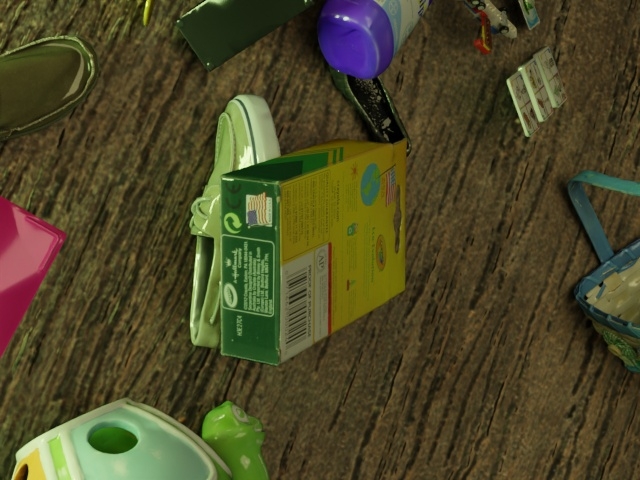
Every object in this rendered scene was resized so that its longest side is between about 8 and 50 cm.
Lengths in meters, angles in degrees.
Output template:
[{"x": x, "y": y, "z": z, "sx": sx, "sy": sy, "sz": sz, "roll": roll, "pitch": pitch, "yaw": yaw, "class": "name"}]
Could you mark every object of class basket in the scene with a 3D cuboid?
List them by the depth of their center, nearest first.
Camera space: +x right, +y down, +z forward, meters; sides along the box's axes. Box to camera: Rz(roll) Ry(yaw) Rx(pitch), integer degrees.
[{"x": 0.445, "y": 0.047, "z": 1.750, "sx": 0.201, "sy": 0.255, "sz": 0.289, "roll": -31, "pitch": 111, "yaw": -19, "class": "basket"}]

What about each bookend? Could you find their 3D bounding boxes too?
[{"x": -0.069, "y": -0.287, "z": 1.623, "sx": 0.157, "sy": 0.156, "sz": 0.072, "roll": -29, "pitch": 103, "yaw": 23, "class": "bookend"}]

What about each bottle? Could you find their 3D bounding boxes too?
[{"x": 0.098, "y": -0.326, "z": 1.678, "sx": 0.092, "sy": 0.118, "sz": 0.283, "roll": 21, "pitch": 58, "yaw": 21, "class": "bottle"}]

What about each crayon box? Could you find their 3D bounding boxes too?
[{"x": 0.000, "y": 0.000, "z": 1.566, "sx": 0.318, "sy": 0.081, "sz": 0.202, "roll": -22, "pitch": 117, "yaw": -58, "class": "crayon box"}]

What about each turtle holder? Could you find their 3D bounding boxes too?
[{"x": -0.185, "y": 0.282, "z": 1.474, "sx": 0.320, "sy": 0.243, "sz": 0.227, "roll": -26, "pitch": 81, "yaw": -13, "class": "turtle holder"}]

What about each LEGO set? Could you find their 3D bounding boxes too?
[{"x": 0.230, "y": -0.262, "z": 1.746, "sx": 0.182, "sy": 0.060, "sz": 0.244, "roll": -42, "pitch": 113, "yaw": -57, "class": "LEGO set"}]

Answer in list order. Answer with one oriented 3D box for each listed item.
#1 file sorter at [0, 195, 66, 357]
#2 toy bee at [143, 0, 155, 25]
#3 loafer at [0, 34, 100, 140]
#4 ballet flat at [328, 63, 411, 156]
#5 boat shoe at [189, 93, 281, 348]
[{"x": -0.451, "y": 0.014, "z": 1.395, "sx": 0.291, "sy": 0.182, "sz": 0.202, "roll": 32, "pitch": 75, "yaw": -20, "class": "file sorter"}, {"x": -0.204, "y": -0.327, "z": 1.525, "sx": 0.298, "sy": 0.162, "sz": 0.195, "roll": -14, "pitch": 124, "yaw": -9, "class": "toy bee"}, {"x": -0.346, "y": -0.150, "z": 1.498, "sx": 0.251, "sy": 0.087, "sz": 0.094, "roll": -33, "pitch": 101, "yaw": -21, "class": "loafer"}, {"x": 0.065, "y": -0.178, "z": 1.699, "sx": 0.057, "sy": 0.049, "sz": 0.173, "roll": -34, "pitch": 97, "yaw": -21, "class": "ballet flat"}, {"x": -0.102, "y": -0.018, "z": 1.592, "sx": 0.094, "sy": 0.109, "sz": 0.302, "roll": -1, "pitch": 91, "yaw": -22, "class": "boat shoe"}]
